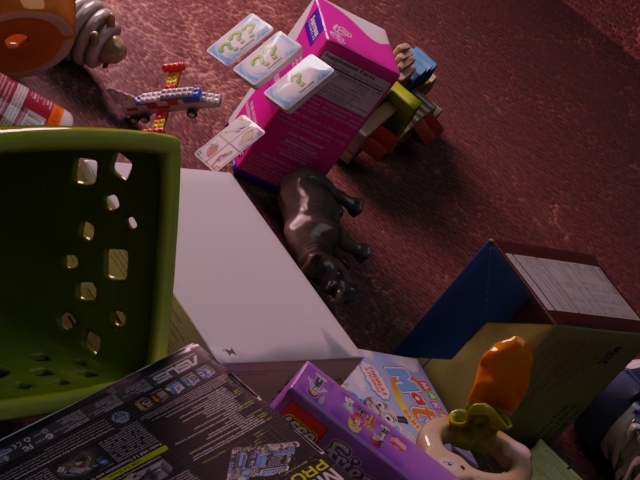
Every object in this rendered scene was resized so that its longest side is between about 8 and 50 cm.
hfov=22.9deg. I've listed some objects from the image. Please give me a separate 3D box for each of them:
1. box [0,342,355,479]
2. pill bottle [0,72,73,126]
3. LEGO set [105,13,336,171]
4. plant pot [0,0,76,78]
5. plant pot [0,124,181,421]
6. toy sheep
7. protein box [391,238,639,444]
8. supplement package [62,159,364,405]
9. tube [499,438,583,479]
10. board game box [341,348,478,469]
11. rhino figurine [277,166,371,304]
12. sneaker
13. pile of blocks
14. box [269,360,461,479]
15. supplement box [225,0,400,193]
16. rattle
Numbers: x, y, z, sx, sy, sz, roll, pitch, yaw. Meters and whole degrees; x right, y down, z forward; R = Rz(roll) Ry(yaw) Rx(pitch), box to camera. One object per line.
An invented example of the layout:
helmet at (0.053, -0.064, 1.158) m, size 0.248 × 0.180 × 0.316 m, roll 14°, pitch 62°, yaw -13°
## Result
box at (-0.137, 0.205, 1.193) m, size 0.270 × 0.060 × 0.216 m, roll -26°, pitch 46°, yaw -33°
pill bottle at (-0.365, -0.126, 1.549) m, size 0.221 × 0.121 × 0.121 m, roll 30°, pitch 27°, yaw -16°
LEGO set at (-0.129, -0.170, 1.840) m, size 0.182 × 0.244 × 0.060 m, roll 41°, pitch -14°, yaw 41°
plant pot at (-0.356, -0.292, 1.768) m, size 0.205 × 0.205 × 0.188 m, roll 11°, pitch 53°, yaw -43°
plant pot at (-0.267, 0.012, 1.305) m, size 0.207 × 0.227 × 0.228 m, roll 9°, pitch 7°, yaw 37°
toy sheep at (-0.288, -0.254, 1.892) m, size 0.132 × 0.091 × 0.091 m, roll 36°, pitch 26°, yaw 8°
protein box at (0.232, 0.121, 1.816) m, size 0.201 × 0.200 × 0.136 m, roll 8°, pitch 39°, yaw -46°
supplement package at (-0.127, 0.067, 1.516) m, size 0.204 × 0.145 × 0.262 m, roll 3°, pitch 44°, yaw -50°
tube at (0.234, 0.276, 1.741) m, size 0.240 × 0.062 × 0.070 m, roll -12°, pitch 94°, yaw -61°
board game box at (0.053, 0.182, 1.678) m, size 0.211 × 0.039 × 0.160 m, roll 14°, pitch 35°, yaw -42°
rhino figurine at (0.000, 0.000, 1.864) m, size 0.106 × 0.073 × 0.243 m, roll 30°, pitch 29°, yaw -25°
sneaker at (0.364, 0.249, 1.887) m, size 0.236 × 0.130 × 0.323 m, roll 30°, pitch 31°, yaw 5°
pile of blocks at (0.124, -0.192, 2.239) m, size 0.112 × 0.149 × 0.362 m, roll 41°, pitch 26°, yaw 7°
box at (0.041, 0.268, 1.344) m, size 0.293 × 0.201 × 0.057 m, roll 39°, pitch 26°, yaw -1°
supplement box at (-0.012, -0.172, 1.953) m, size 0.114 × 0.220 × 0.111 m, roll 25°, pitch 29°, yaw -26°
rattle at (0.159, 0.201, 1.584) m, size 0.130 × 0.143 × 0.199 m, roll 46°, pitch 28°, yaw 15°
